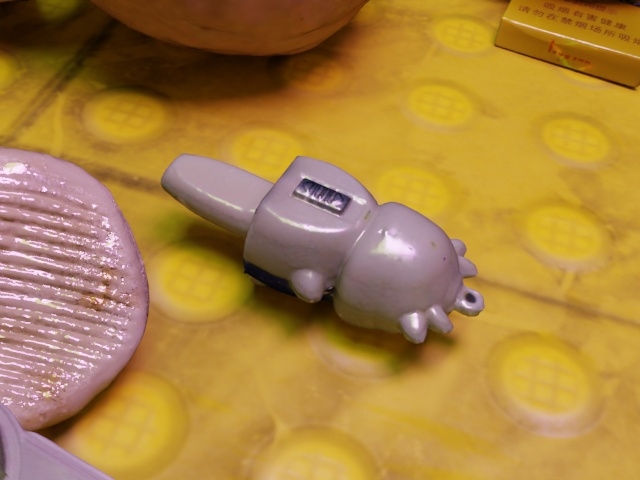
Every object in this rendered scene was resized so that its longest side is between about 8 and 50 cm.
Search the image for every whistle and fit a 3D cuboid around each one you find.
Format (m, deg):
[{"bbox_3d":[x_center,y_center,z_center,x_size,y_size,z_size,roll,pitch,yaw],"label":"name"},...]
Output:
[{"bbox_3d":[0.000,0.000,0.583,0.244,0.092,0.110,22,50,11],"label":"whistle"}]

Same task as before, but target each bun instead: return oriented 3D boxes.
[{"bbox_3d":[-0.201,0.036,0.515,0.183,0.102,0.183,6,76,-25],"label":"bun"}]

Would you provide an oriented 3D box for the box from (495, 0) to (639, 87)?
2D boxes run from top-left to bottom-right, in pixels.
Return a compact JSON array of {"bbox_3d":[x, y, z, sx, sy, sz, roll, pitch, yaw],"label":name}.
[{"bbox_3d":[0.305,-0.275,0.919,0.153,0.041,0.279,21,48,13],"label":"box"}]

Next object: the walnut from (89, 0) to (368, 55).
[{"bbox_3d":[-0.086,-0.337,0.709,0.381,0.381,0.381,4,47,-4],"label":"walnut"}]

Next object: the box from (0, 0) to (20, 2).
[{"bbox_3d":[-0.363,-0.284,0.782,0.159,0.071,0.240,-13,36,-16],"label":"box"}]

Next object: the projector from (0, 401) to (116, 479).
[{"bbox_3d":[-0.094,0.178,0.334,0.257,0.192,0.099,25,48,15],"label":"projector"}]
